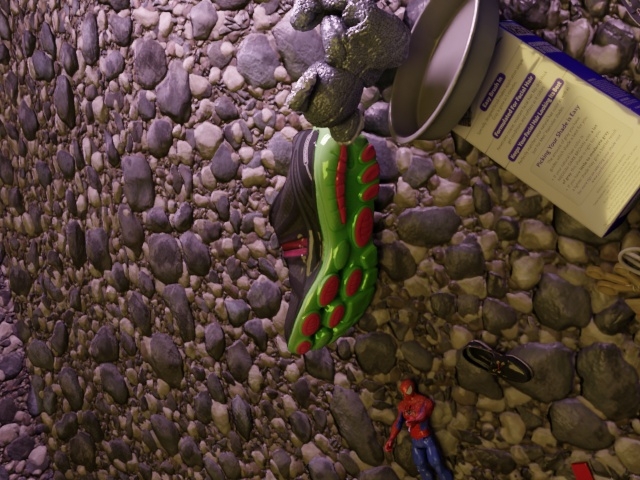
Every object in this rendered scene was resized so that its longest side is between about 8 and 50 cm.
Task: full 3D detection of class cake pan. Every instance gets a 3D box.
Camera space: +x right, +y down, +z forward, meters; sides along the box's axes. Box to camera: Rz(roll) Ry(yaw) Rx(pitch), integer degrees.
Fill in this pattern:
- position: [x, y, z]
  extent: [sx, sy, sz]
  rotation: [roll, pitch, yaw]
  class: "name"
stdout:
- position: [0.198, -0.289, 1.212]
  extent: [0.054, 0.293, 0.293]
  rotation: [17, 122, -15]
  class: "cake pan"

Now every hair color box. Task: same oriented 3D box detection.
- position: [0.370, -0.183, 1.181]
  extent: [0.339, 0.110, 0.185]
  rotation: [40, 124, 20]
  class: "hair color box"

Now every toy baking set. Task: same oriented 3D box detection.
- position: [0.501, 0.075, 1.092]
  extent: [0.196, 0.030, 0.256]
  rotation: [25, 161, 1]
  class: "toy baking set"

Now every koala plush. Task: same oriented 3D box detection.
- position: [0.033, -0.290, 1.292]
  extent: [0.203, 0.196, 0.221]
  rotation: [20, 80, 46]
  class: "koala plush"

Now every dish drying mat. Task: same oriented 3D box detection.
- position: [0.476, 0.435, 1.333]
  extent: [0.032, 0.008, 0.083]
  rotation: [-23, 89, 40]
  class: "dish drying mat"

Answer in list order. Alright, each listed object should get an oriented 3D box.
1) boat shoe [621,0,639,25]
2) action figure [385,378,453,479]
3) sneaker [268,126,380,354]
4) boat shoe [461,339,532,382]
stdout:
- position: [0.460, -0.369, 1.086]
  extent: [0.075, 0.065, 0.206]
  rotation: [-42, 76, 37]
  class: "boat shoe"
- position: [0.188, 0.419, 1.474]
  extent: [0.091, 0.139, 0.281]
  rotation: [-14, 91, 38]
  class: "action figure"
- position: [0.000, 0.000, 1.502]
  extent: [0.202, 0.185, 0.483]
  rotation: [30, 117, 49]
  class: "sneaker"
- position: [0.322, 0.227, 1.374]
  extent: [0.133, 0.042, 0.049]
  rotation: [25, 115, 28]
  class: "boat shoe"
